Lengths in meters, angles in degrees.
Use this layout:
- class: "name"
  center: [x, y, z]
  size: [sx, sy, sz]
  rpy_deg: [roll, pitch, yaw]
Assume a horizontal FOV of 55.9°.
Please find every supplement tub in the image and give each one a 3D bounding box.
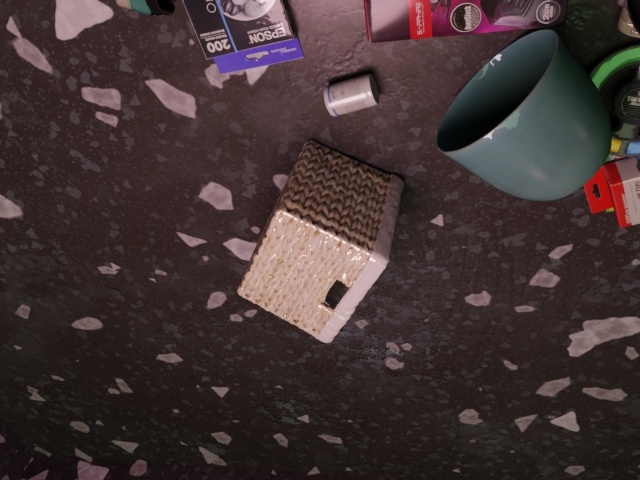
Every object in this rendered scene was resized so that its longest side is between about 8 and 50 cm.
- class: "supplement tub"
  center: [0.067, -0.316, 1.313]
  size: [0.107, 0.071, 0.071]
  rpy_deg: [-10, 128, 20]

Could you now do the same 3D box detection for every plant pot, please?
- class: "plant pot"
  center: [0.413, -0.216, 1.171]
  size: [0.235, 0.293, 0.293]
  rpy_deg: [37, 129, -17]

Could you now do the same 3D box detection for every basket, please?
- class: "basket"
  center: [0.000, 0.000, 1.437]
  size: [0.267, 0.331, 0.328]
  rpy_deg: [24, 131, -7]

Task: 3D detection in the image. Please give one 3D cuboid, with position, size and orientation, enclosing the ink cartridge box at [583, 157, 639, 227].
- class: "ink cartridge box"
  center: [0.696, -0.112, 1.291]
  size: [0.231, 0.078, 0.134]
  rpy_deg: [-17, 128, 23]

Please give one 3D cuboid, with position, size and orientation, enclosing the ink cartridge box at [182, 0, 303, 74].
- class: "ink cartridge box"
  center: [-0.161, -0.450, 1.261]
  size: [0.207, 0.045, 0.208]
  rpy_deg: [-7, 131, 17]

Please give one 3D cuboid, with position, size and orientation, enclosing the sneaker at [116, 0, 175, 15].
- class: "sneaker"
  center: [-0.322, -0.572, 1.150]
  size: [0.121, 0.108, 0.302]
  rpy_deg: [16, 141, -3]

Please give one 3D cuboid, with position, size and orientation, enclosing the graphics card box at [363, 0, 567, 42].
- class: "graphics card box"
  center: [0.258, -0.497, 1.096]
  size: [0.371, 0.094, 0.232]
  rpy_deg: [-1, 131, 12]

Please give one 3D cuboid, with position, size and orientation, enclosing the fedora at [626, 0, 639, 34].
- class: "fedora"
  center: [0.650, -0.358, 0.924]
  size: [0.334, 0.152, 0.334]
  rpy_deg: [16, 146, 11]

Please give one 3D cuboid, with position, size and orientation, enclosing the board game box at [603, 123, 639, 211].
- class: "board game box"
  center: [0.783, -0.176, 1.302]
  size: [0.318, 0.046, 0.213]
  rpy_deg: [-8, 128, 19]

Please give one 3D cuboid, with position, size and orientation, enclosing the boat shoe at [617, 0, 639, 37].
- class: "boat shoe"
  center: [0.699, -0.401, 1.088]
  size: [0.303, 0.109, 0.094]
  rpy_deg: [17, 162, 10]

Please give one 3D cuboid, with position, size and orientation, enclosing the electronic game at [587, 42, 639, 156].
- class: "electronic game"
  center: [0.634, -0.278, 1.208]
  size: [0.230, 0.048, 0.229]
  rpy_deg: [6, 116, 13]
